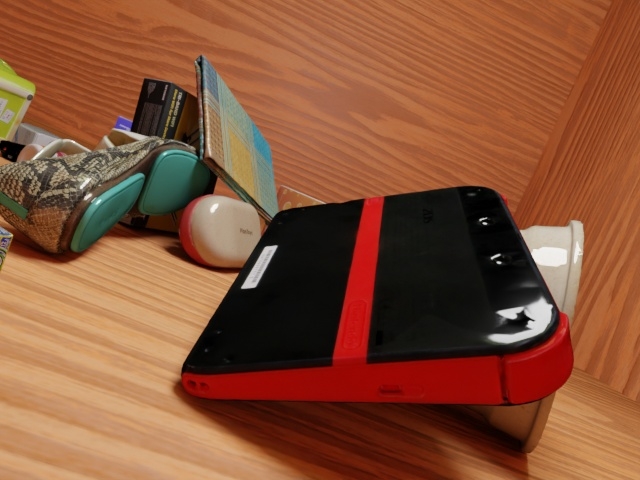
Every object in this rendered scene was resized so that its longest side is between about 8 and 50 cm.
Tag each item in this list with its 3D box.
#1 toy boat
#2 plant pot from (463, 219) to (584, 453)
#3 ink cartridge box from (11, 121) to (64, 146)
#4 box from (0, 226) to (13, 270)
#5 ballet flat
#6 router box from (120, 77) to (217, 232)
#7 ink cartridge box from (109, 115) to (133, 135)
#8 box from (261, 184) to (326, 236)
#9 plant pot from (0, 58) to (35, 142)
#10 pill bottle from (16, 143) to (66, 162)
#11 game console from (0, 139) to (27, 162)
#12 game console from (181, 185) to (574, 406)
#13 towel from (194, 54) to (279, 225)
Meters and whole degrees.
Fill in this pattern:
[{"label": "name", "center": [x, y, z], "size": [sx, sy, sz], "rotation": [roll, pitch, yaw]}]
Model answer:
[{"label": "toy boat", "center": [-0.231, -0.012, 1.011], "size": [0.151, 0.151, 0.231], "rotation": [-7, -6, 17]}, {"label": "plant pot", "center": [0.198, 0.106, 0.738], "size": [0.305, 0.334, 0.333], "rotation": [12, 0, 22]}, {"label": "ink cartridge box", "center": [-0.855, -0.298, 1.421], "size": [0.175, 0.073, 0.127], "rotation": [25, 4, 24]}, {"label": "box", "center": [-0.384, -0.013, 0.466], "size": [0.168, 0.059, 0.054], "rotation": [25, 6, 23]}, {"label": "ballet flat", "center": [-0.347, -0.115, 0.802], "size": [0.182, 0.164, 0.483], "rotation": [31, 17, -1]}, {"label": "router box", "center": [-0.333, -0.175, 1.088], "size": [0.080, 0.309, 0.243], "rotation": [16, 1, 21]}, {"label": "ink cartridge box", "center": [-0.544, -0.236, 1.424], "size": [0.206, 0.209, 0.045], "rotation": [22, 1, -23]}, {"label": "box", "center": [0.000, 0.000, 1.384], "size": [0.168, 0.215, 0.345], "rotation": [19, 5, -45]}, {"label": "plant pot", "center": [-0.868, -0.359, 1.157], "size": [0.207, 0.228, 0.227], "rotation": [32, 5, 8]}, {"label": "pill bottle", "center": [-0.567, -0.150, 1.035], "size": [0.086, 0.086, 0.152], "rotation": [25, 4, 26]}, {"label": "game console", "center": [-0.620, -0.164, 1.231], "size": [0.361, 0.044, 0.213], "rotation": [25, 4, 7]}, {"label": "game console", "center": [0.066, 0.038, 0.550], "size": [0.341, 0.060, 0.387], "rotation": [-7, 24, 13]}, {"label": "towel", "center": [-0.190, -0.212, 1.119], "size": [0.040, 0.272, 0.370], "rotation": [-15, -24, 12]}]
